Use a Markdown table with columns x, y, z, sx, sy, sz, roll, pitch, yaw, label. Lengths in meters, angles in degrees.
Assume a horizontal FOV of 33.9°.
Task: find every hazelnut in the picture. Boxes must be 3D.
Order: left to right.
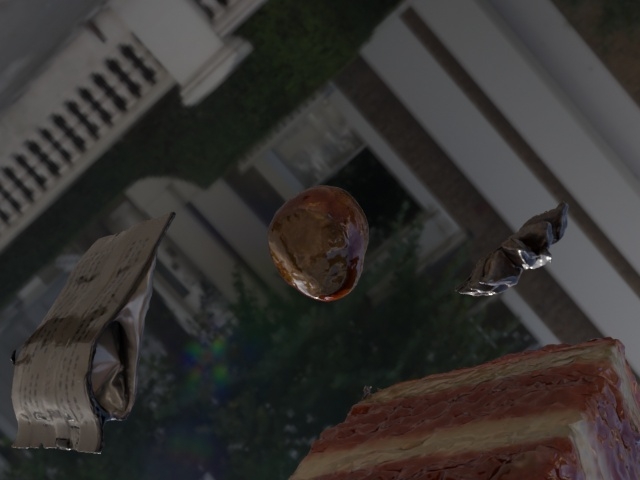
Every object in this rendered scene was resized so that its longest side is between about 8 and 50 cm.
| x | y | z | sx | sy | sz | roll | pitch | yaw | label |
| --- | --- | --- | --- | --- | --- | --- | --- | --- | --- |
| 0.000 | 0.000 | 0.791 | 0.086 | 0.086 | 0.086 | -41 | -172 | 7 | hazelnut |

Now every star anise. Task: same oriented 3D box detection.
| x | y | z | sx | sy | sz | roll | pitch | yaw | label |
| --- | --- | --- | --- | --- | --- | --- | --- | --- | --- |
| 0.277 | 0.023 | 1.471 | 0.195 | 0.065 | 0.182 | -40 | 175 | -30 | star anise |

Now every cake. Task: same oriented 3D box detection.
| x | y | z | sx | sy | sz | roll | pitch | yaw | label |
| --- | --- | --- | --- | --- | --- | --- | --- | --- | --- |
| 0.147 | 0.255 | 0.860 | 0.269 | 0.270 | 0.319 | -17 | -170 | 32 | cake |

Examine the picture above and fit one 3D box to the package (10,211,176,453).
| x | y | z | sx | sy | sz | roll | pitch | yaw | label |
| --- | --- | --- | --- | --- | --- | --- | --- | --- | --- |
| -0.242 | 0.093 | 1.083 | 0.204 | 0.062 | 0.251 | -11 | -122 | 51 | package |
